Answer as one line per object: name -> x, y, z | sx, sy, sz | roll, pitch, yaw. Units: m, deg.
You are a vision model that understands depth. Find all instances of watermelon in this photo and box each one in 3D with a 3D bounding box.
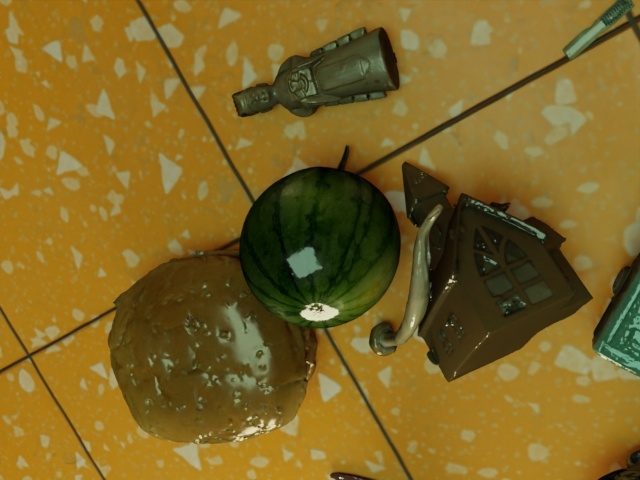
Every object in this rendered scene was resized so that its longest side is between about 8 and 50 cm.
watermelon -> 0.000, 0.000, 0.840 | 0.188, 0.215, 0.188 | 2, 133, 2

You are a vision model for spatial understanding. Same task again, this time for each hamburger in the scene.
hamburger -> -0.150, 0.145, 0.958 | 0.283, 0.144, 0.260 | -19, 98, 26

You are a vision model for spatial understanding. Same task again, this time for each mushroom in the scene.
mushroom -> 0.098, 0.070, 0.806 | 0.068, 0.043, 0.306 | 59, 159, 23

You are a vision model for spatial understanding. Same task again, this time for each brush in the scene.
brush -> 0.296, -0.227, 0.760 | 0.083, 0.013, 0.016 | -42, 91, 26

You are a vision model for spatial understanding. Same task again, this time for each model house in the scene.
model house -> 0.172, 0.000, 0.816 | 0.176, 0.181, 0.248 | -21, 67, -15

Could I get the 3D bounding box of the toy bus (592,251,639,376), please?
toy bus -> 0.381, 0.019, 0.751 | 0.091, 0.109, 0.262 | 27, 111, 17

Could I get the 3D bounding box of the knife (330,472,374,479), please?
knife -> 0.127, 0.373, 0.990 | 0.247, 0.018, 0.035 | 20, 114, 15

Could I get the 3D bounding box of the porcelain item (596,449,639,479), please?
porcelain item -> 0.433, 0.338, 0.773 | 0.288, 0.186, 0.138 | -2, 109, 24

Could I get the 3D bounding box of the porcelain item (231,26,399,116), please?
porcelain item -> -0.015, -0.191, 0.860 | 0.213, 0.054, 0.084 | -11, 99, 23
